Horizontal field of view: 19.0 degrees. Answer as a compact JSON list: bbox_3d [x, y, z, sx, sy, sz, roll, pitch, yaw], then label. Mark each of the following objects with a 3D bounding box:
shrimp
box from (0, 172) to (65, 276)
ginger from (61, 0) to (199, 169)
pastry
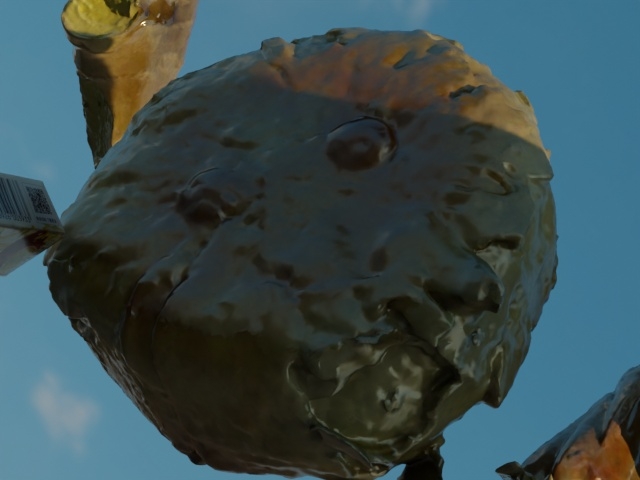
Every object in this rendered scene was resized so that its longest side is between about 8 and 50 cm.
[{"bbox_3d":[0.170,0.137,1.175,0.077,0.168,0.317,21,-1,18],"label":"shrimp"},{"bbox_3d":[-0.214,-0.015,1.018,0.050,0.207,0.041,-32,-107,20],"label":"box"},{"bbox_3d":[-0.135,-0.104,1.494,0.086,0.131,0.294,18,-50,28],"label":"ginger"},{"bbox_3d":[0.000,0.000,1.151,0.329,0.329,0.136,25,-31,37],"label":"pastry"}]
